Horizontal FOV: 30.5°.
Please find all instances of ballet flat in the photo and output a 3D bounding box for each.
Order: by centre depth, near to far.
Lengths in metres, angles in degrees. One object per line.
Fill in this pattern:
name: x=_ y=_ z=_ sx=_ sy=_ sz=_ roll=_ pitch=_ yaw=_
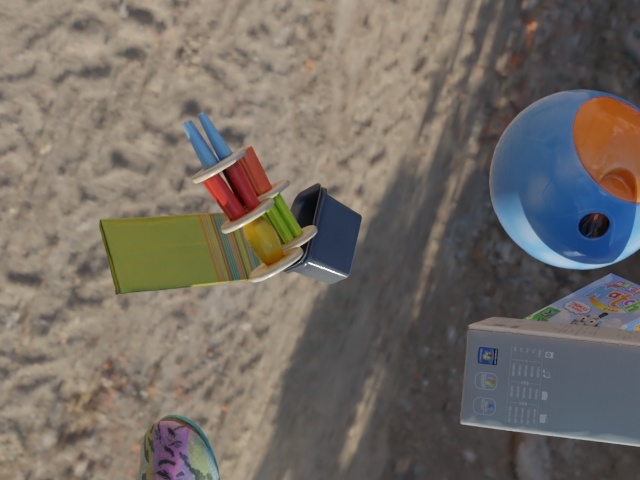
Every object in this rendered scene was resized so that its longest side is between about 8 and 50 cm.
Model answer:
ballet flat: x=-0.127 y=0.239 z=0.992 sx=0.079 sy=0.077 sz=0.221 roll=-56 pitch=162 yaw=-40

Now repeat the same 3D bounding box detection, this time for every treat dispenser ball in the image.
treat dispenser ball: x=0.415 y=-0.097 z=1.882 sx=0.288 sy=0.288 sz=0.288 roll=-54 pitch=155 yaw=-40

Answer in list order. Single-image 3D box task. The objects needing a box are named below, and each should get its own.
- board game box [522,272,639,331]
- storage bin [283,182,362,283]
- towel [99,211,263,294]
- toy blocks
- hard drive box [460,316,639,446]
board game box: x=0.395 y=0.127 z=1.743 sx=0.211 sy=0.160 sz=0.039 roll=-25 pitch=111 yaw=-14
storage bin: x=0.000 y=0.000 z=1.754 sx=0.098 sy=0.091 sz=0.135 roll=-25 pitch=-135 yaw=53
towel: x=-0.175 y=0.014 z=1.529 sx=0.237 sy=0.102 sz=0.021 roll=-5 pitch=160 yaw=-42
toy blocks: x=-0.066 y=-0.049 z=1.032 sx=0.148 sy=0.054 sz=0.123 roll=60 pitch=16 yaw=-10
hard drive box: x=0.256 y=0.126 z=1.069 sx=0.181 sy=0.232 sz=0.089 roll=2 pitch=92 yaw=-74
